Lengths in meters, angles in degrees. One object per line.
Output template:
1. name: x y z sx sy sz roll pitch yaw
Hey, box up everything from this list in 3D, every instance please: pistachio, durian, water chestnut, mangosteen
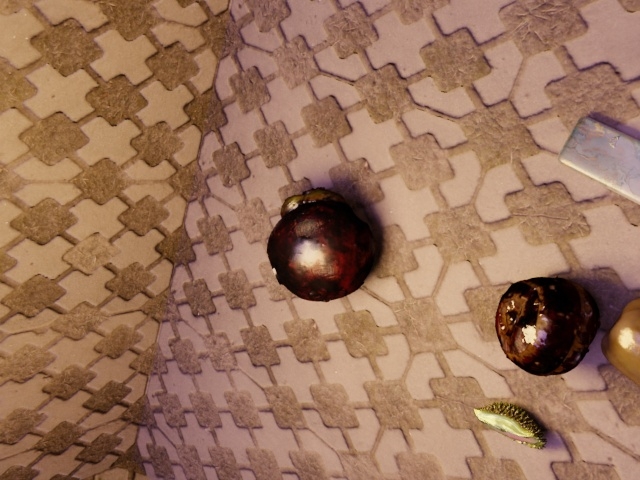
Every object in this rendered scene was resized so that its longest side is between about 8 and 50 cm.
1. pistachio: 0.850 0.274 1.414 0.260 0.162 0.213 45 109 23
2. durian: 0.583 0.547 1.709 0.220 0.137 0.096 21 73 42
3. water chestnut: 0.633 0.239 1.554 0.300 0.300 0.300 5 97 40
4. mangosteen: -0.015 0.018 1.991 0.421 0.380 0.381 51 124 38

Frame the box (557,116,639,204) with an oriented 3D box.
1. box: 0.782 -0.209 1.502 0.285 0.044 0.142 38 121 32
